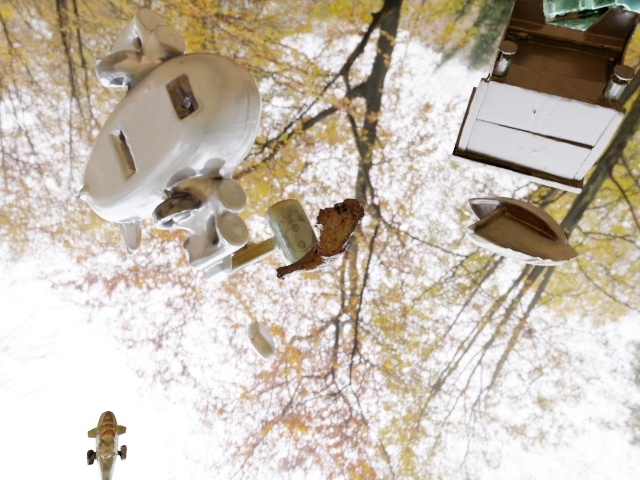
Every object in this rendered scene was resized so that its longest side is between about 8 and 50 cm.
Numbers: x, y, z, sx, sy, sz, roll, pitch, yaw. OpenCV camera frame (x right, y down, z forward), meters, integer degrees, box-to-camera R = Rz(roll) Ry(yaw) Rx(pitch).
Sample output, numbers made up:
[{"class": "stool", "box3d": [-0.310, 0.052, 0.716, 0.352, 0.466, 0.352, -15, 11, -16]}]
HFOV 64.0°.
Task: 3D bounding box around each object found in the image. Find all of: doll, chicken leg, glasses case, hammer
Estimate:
[{"class": "doll", "box3d": [-0.310, 0.030, 1.999, 0.188, 0.096, 0.145, 39, -179, 3]}, {"class": "chicken leg", "box3d": [0.004, 0.003, 0.665, 0.062, 0.037, 0.145, 35, -97, 10]}, {"class": "glasses case", "box3d": [-0.186, 0.312, 1.611, 0.092, 0.059, 0.233, 50, 176, -7]}, {"class": "hammer", "box3d": [-0.160, 0.025, 1.401, 0.306, 0.201, 0.113, -24, -176, 8]}]

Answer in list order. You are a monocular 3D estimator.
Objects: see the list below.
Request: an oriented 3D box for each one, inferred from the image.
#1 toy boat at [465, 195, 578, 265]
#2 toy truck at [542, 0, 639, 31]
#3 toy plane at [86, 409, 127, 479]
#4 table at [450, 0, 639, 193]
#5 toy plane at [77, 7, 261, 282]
[{"class": "toy boat", "box3d": [0.482, -0.009, 1.246, 0.276, 0.111, 0.293, 24, -148, 7]}, {"class": "toy truck", "box3d": [0.335, -0.346, 0.626, 0.156, 0.155, 0.279, -10, -157, 14]}, {"class": "toy plane", "box3d": [-0.494, 0.540, 1.181, 0.092, 0.286, 0.108, 3, 175, -23]}, {"class": "table", "box3d": [0.136, -0.090, 0.312, 0.083, 0.082, 0.070, 18, -120, 12]}, {"class": "toy plane", "box3d": [-0.135, -0.077, 0.461, 0.245, 0.244, 0.117, 40, -149, 27]}]
